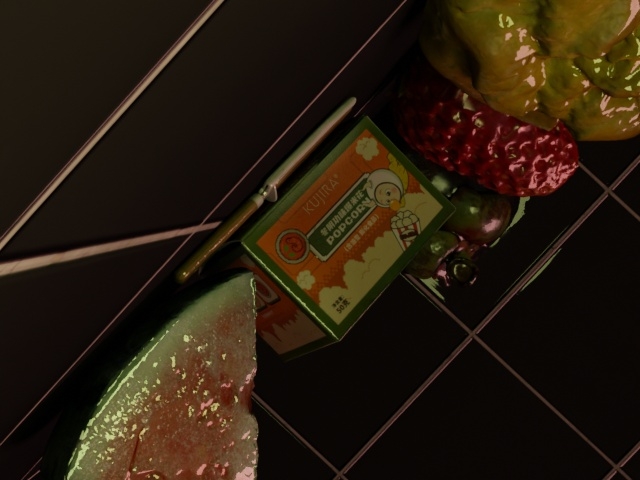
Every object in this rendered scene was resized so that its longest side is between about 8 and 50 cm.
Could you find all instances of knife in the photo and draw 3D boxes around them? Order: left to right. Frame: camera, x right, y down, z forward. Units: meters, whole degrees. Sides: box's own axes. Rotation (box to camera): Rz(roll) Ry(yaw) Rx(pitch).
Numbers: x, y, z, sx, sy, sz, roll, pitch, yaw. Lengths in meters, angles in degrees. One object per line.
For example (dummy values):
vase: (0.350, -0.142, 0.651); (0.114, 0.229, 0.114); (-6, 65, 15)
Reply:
knife: (-0.046, -0.049, 1.073); (0.256, 0.022, 0.046); (-47, 175, -24)

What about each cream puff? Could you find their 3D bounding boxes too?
cream puff: (0.259, -0.216, 0.987); (0.291, 0.257, 0.324); (-52, -178, -42)

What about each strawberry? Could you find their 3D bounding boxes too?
strawberry: (0.210, -0.156, 1.394); (0.205, 0.244, 0.205); (-47, -178, 2)

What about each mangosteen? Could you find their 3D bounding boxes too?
mangosteen: (0.199, -0.060, 1.878); (0.306, 0.359, 0.306); (-24, 147, -17)

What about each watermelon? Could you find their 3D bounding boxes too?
watermelon: (-0.123, 0.163, 1.092); (0.261, 0.201, 0.213); (-51, -172, -14)

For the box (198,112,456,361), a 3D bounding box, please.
box: (0.000, 0.000, 1.177); (0.195, 0.148, 0.177); (-46, -176, -22)
